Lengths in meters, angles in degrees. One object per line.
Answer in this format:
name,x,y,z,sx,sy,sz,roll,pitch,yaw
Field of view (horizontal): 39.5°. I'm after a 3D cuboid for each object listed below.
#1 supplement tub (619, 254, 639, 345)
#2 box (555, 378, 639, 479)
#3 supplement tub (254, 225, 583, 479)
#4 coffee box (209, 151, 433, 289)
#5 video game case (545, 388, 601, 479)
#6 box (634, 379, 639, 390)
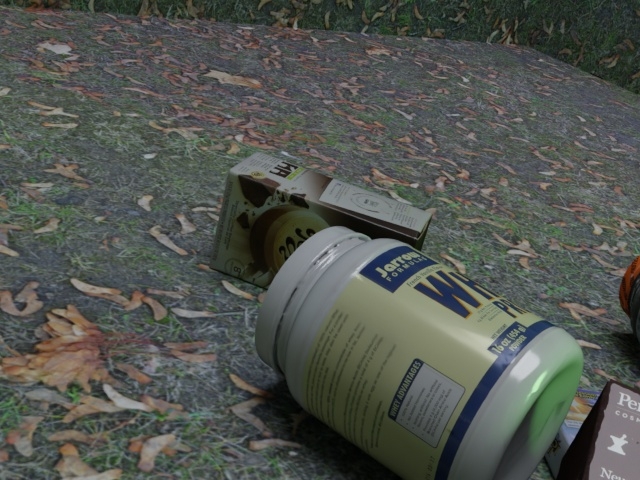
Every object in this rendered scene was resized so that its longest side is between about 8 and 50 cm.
supplement tub,0.615,0.145,1.348,0.207,0.207,0.338,5,27,-21
box,0.313,0.283,0.862,0.168,0.167,0.203,20,49,12
supplement tub,0.107,0.141,1.033,0.325,0.235,0.235,30,29,29
coffee box,0.000,0.000,1.352,0.297,0.168,0.119,20,25,11
video game case,0.419,0.290,1.104,0.269,0.061,0.244,10,27,-10
box,0.484,0.237,0.981,0.128,0.123,0.257,-29,37,-9
